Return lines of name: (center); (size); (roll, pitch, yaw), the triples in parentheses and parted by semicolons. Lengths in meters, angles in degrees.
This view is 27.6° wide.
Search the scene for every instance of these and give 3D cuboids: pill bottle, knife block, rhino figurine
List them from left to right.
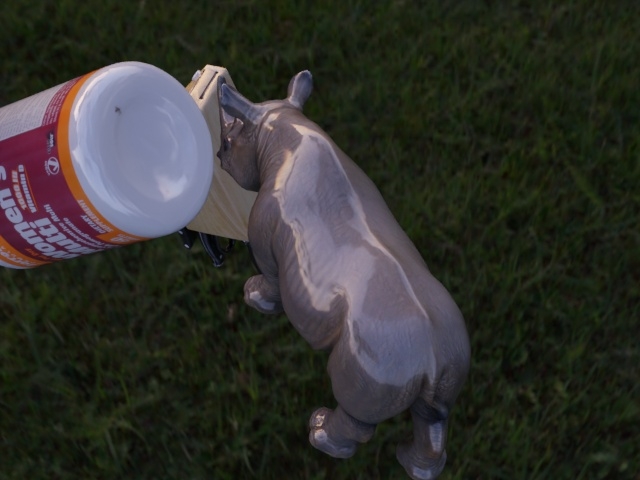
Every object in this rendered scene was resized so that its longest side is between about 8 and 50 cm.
pill bottle: (-0.191, -0.045, 0.934); (0.221, 0.121, 0.121); (-13, 58, 40)
knife block: (-0.098, -0.060, 1.514); (0.242, 0.276, 0.088); (33, 62, -13)
rhino figurine: (0.000, 0.000, 0.656); (0.073, 0.106, 0.243); (-15, 56, -22)
